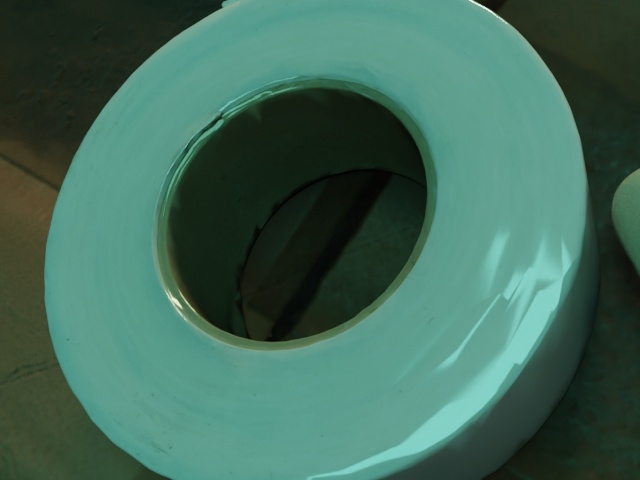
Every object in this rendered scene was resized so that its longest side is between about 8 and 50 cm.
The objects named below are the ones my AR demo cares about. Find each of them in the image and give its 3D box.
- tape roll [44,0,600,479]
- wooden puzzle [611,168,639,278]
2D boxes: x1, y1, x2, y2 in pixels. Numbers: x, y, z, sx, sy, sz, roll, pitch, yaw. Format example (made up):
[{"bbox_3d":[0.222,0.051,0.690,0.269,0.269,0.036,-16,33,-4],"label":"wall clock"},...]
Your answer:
[{"bbox_3d":[0.000,0.000,0.474,0.286,0.100,0.286,-9,64,18],"label":"tape roll"},{"bbox_3d":[0.271,0.018,0.355,0.238,0.044,0.221,-18,51,4],"label":"wooden puzzle"}]
